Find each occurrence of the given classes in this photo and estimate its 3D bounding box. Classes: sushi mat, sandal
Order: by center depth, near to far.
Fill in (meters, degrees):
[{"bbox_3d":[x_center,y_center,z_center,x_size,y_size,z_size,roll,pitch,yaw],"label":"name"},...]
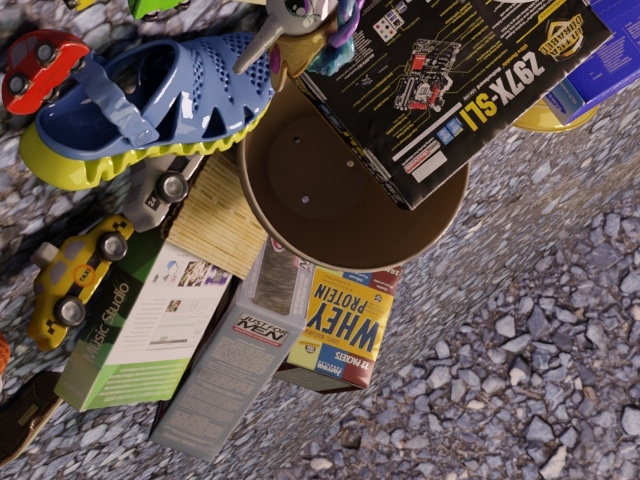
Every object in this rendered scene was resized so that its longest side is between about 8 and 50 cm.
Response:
[{"bbox_3d":[-0.164,-0.159,1.635,0.317,0.126,0.138,-28,155,-37],"label":"sandal"},{"bbox_3d":[-0.115,-0.041,1.986,0.151,0.019,0.316,-60,162,-2],"label":"sushi mat"}]

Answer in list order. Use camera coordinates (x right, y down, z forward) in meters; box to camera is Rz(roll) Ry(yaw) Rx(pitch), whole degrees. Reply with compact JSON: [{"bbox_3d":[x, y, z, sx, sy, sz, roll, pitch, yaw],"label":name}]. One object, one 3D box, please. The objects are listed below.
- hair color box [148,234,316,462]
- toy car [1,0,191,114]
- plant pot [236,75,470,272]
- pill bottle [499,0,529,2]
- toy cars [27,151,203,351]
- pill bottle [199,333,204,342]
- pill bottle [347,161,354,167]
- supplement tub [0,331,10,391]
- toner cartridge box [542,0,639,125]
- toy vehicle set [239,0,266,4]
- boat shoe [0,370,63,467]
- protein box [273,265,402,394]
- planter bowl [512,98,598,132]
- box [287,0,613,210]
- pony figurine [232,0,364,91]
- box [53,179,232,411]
[{"bbox_3d":[-0.133,0.155,2.341,0.374,0.114,0.185,-55,-163,43],"label":"hair color box"},{"bbox_3d":[-0.199,-0.235,1.476,0.225,0.053,0.239,-26,159,-38],"label":"toy car"},{"bbox_3d":[0.019,-0.098,1.913,0.284,0.284,0.191,-34,-173,-15],"label":"plant pot"},{"bbox_3d":[0.216,-0.411,1.580,0.188,0.188,0.334,-31,152,-24],"label":"pill bottle"},{"bbox_3d":[-0.243,-0.036,1.817,0.393,0.087,0.176,-48,-164,22],"label":"toy cars"},{"bbox_3d":[-0.259,0.142,2.222,0.169,0.094,0.094,-28,160,-32],"label":"pill bottle"},{"bbox_3d":[0.111,-0.180,2.060,0.160,0.160,0.283,-23,156,-42],"label":"pill bottle"},{"bbox_3d":[-0.458,0.183,1.882,0.117,0.117,0.190,-17,153,-51],"label":"supplement tub"},{"bbox_3d":[0.408,-0.306,2.023,0.348,0.165,0.075,-32,171,-23],"label":"toner cartridge box"},{"bbox_3d":[-0.061,-0.314,1.491,0.267,0.035,0.166,-7,123,-60],"label":"toy vehicle set"},{"bbox_3d":[-0.431,0.265,2.239,0.190,0.068,0.072,-41,174,5],"label":"boat shoe"},{"bbox_3d":[0.006,0.122,2.397,0.201,0.136,0.199,158,-50,-70],"label":"protein box"},{"bbox_3d":[0.307,-0.262,2.178,0.217,0.217,0.090,-28,153,-31],"label":"planter bowl"},{"bbox_3d":[0.137,-0.234,1.789,0.322,0.257,0.079,-42,-169,-5],"label":"box"},{"bbox_3d":[0.042,-0.341,1.346,0.351,0.303,0.363,-31,131,-27],"label":"pony figurine"},{"bbox_3d":[-0.209,0.072,2.053,0.322,0.058,0.232,-64,157,9],"label":"box"}]
